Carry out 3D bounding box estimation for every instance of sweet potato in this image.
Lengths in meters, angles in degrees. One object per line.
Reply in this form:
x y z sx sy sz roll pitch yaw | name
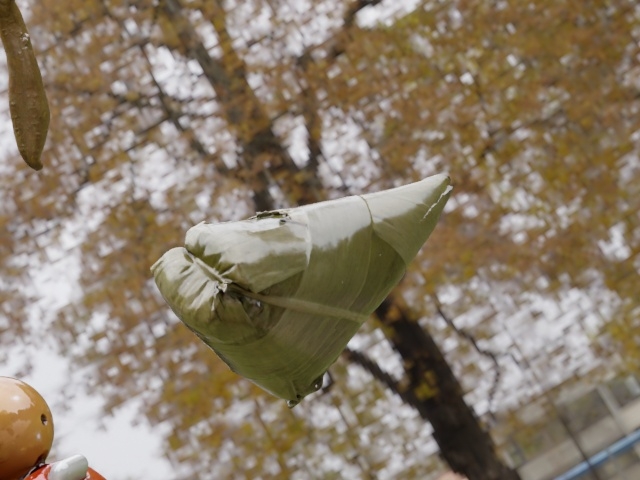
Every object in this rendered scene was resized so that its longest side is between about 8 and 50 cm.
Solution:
-0.180 -0.099 0.858 0.026 0.115 0.026 -9 12 2 | sweet potato

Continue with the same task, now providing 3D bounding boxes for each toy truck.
-0.320 0.289 1.577 0.189 0.265 0.239 -17 -53 -70 | toy truck

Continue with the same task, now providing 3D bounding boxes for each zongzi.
0.000 0.000 0.801 0.176 0.078 0.160 -45 -24 -3 | zongzi
